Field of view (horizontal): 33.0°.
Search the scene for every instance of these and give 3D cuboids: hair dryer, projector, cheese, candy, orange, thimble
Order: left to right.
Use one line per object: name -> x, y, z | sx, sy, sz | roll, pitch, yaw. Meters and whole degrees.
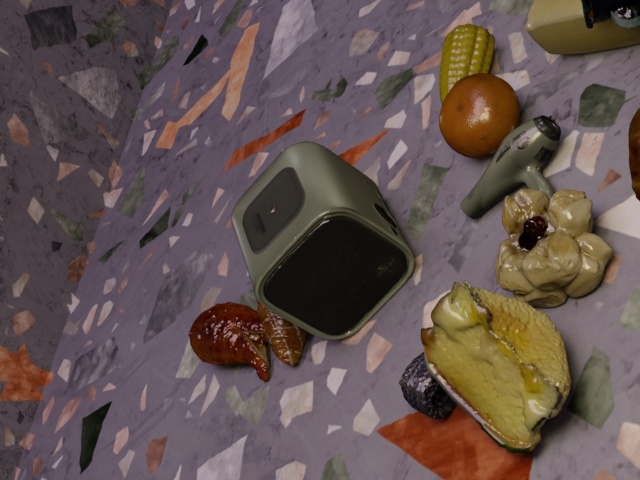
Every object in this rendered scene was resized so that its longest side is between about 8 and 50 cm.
projector -> 0.000, 0.000, 2.026 | 0.248, 0.248, 0.249 | -47, 34, 16
thimble -> 0.185, 0.230, 1.734 | 0.104, 0.095, 0.066 | -33, 31, -31
candy -> 0.272, -0.311, 2.072 | 0.106, 0.094, 0.199 | -27, 44, 56
orange -> 0.290, -0.224, 1.948 | 0.156, 0.124, 0.156 | -17, 68, 46
hair dryer -> 0.329, -0.075, 1.835 | 0.219, 0.088, 0.225 | -31, 55, 46
cheese -> 0.503, -0.463, 1.862 | 0.242, 0.124, 0.266 | -3, 61, 54

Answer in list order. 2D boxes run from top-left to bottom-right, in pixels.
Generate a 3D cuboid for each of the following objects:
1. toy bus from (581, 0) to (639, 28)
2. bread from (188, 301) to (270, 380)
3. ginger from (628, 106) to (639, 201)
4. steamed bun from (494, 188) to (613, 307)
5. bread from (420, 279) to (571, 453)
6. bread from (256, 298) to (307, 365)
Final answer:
toy bus -> 0.548, -0.463, 1.643 | 0.323, 0.162, 0.194 | -11, 61, 16
bread -> -0.179, 0.200, 2.246 | 0.269, 0.095, 0.139 | 7, 76, 51
ginger -> 0.564, -0.135, 1.482 | 0.274, 0.152, 0.358 | 26, 88, 28
steamed bun -> 0.350, 0.006, 1.659 | 0.192, 0.106, 0.178 | -5, 71, 44
bread -> 0.278, 0.175, 1.609 | 0.251, 0.133, 0.174 | 45, 133, 29
bread -> -0.073, 0.136, 2.145 | 0.104, 0.076, 0.233 | -12, 57, 0
